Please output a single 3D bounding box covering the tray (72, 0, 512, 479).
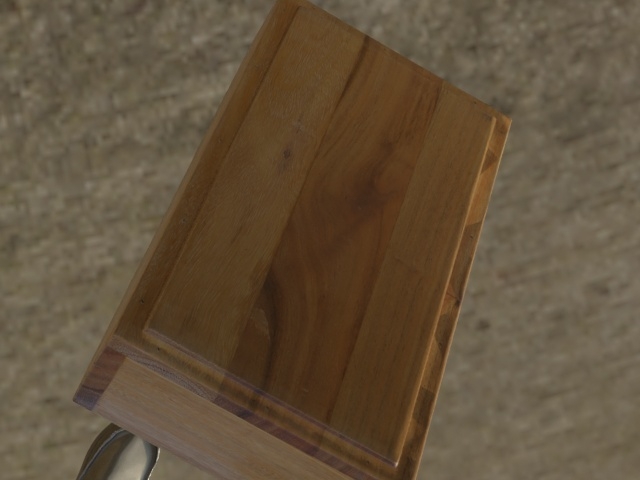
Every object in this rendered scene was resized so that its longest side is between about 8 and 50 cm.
[{"bbox_3d":[0.000,0.000,1.221,0.203,0.411,0.076,29,130,-7],"label":"tray"}]

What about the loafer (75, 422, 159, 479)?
[{"bbox_3d":[-0.171,0.204,1.417,0.056,0.050,0.148,32,92,-22],"label":"loafer"}]
